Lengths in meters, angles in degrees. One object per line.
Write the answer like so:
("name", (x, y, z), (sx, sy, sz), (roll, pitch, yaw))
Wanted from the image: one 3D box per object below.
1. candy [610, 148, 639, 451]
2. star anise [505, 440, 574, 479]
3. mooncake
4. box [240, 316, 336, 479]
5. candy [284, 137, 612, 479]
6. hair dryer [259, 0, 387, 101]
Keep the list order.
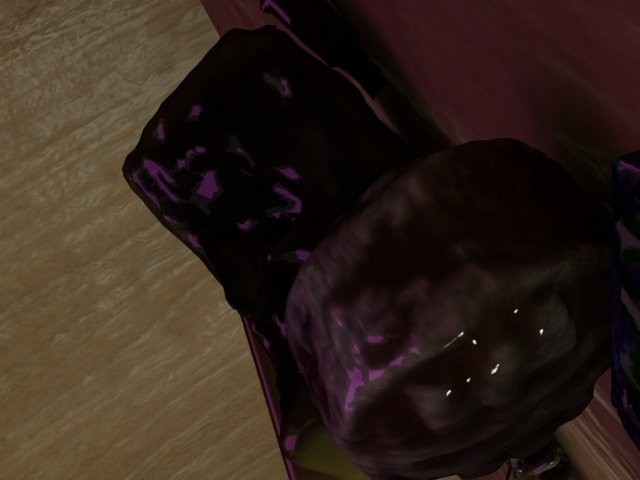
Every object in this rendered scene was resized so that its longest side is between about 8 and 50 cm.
("candy", (0.188, 0.048, 0.667), (0.088, 0.061, 0.312), (59, 176, 27))
("star anise", (0.238, 0.238, 1.552), (0.197, 0.073, 0.212), (51, 169, 54))
("mooncake", (0.000, 0.000, 1.236), (0.394, 0.246, 0.393), (46, -171, -10))
("box", (0.041, 0.126, 1.562), (0.239, 0.229, 0.339), (81, 173, -87))
("candy", (0.089, 0.050, 0.830), (0.157, 0.214, 0.289), (59, 180, 26))
("hair dryer", (-0.042, -0.257, 1.371), (0.340, 0.123, 0.312), (48, -175, 14))
